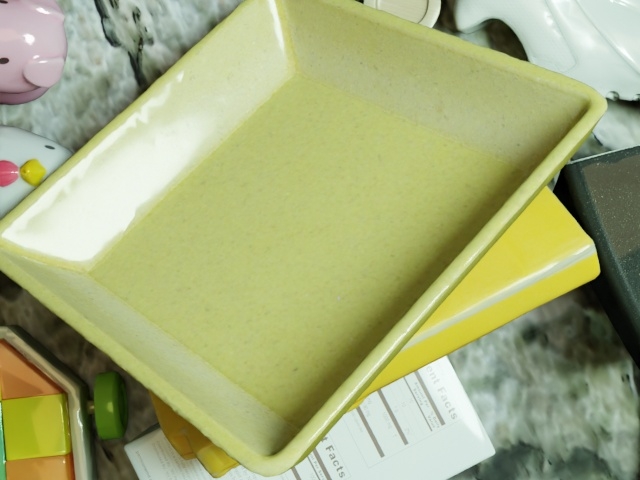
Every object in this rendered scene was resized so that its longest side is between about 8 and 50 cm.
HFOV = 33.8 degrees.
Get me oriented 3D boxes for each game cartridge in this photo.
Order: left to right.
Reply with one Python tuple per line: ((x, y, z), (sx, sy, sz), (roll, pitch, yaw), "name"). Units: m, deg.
((0.000, 0.000, 0.810), (0.324, 0.052, 0.285), (-28, 47, -1), "game cartridge")

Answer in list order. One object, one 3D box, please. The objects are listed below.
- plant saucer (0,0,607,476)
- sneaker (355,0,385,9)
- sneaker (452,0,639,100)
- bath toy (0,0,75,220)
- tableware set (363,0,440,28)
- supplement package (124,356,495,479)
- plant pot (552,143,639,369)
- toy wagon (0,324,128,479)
((-0.022, -0.021, 0.748), (0.333, 0.081, 0.333), (30, 67, 38), "plant saucer")
((0.045, -0.236, 0.905), (0.089, 0.051, 0.170), (37, 91, 2), "sneaker")
((0.247, -0.165, 0.887), (0.297, 0.111, 0.129), (32, 102, 6), "sneaker")
((-0.244, -0.172, 0.845), (0.129, 0.151, 0.348), (-5, 88, 15), "bath toy")
((0.052, -0.253, 0.868), (0.141, 0.020, 0.168), (24, 92, 4), "tableware set")
((-0.008, 0.157, 0.833), (0.244, 0.139, 0.134), (-27, 87, -4), "supplement package")
((0.290, 0.010, 0.793), (0.187, 0.188, 0.167), (-14, 85, 9), "plant pot")
((-0.287, 0.246, 0.861), (0.267, 0.068, 0.344), (-6, 86, 0), "toy wagon")
